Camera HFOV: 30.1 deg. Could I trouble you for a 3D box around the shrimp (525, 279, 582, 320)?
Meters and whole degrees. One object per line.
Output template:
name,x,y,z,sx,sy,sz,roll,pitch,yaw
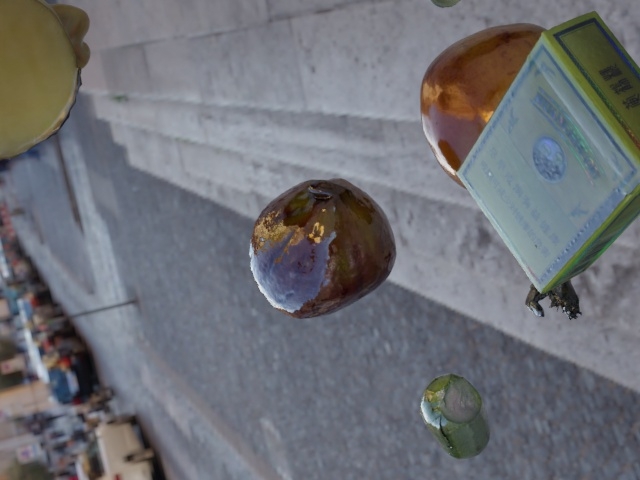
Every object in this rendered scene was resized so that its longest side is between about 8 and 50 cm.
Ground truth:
shrimp,0.396,0.103,2.018,0.034,0.091,0.161,47,-167,-24

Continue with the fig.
fig,0.002,0.009,1.806,0.263,0.224,0.224,159,97,-78

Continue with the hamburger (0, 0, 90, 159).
hamburger,-0.466,-0.267,1.673,0.186,0.303,0.261,-124,23,-54

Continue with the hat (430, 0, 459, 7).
hat,0.139,-0.353,1.359,0.166,0.122,0.081,42,-164,-28

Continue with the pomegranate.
pomegranate,0.278,-0.185,1.746,0.264,0.264,0.264,167,90,-75

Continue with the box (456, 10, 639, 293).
box,0.203,-0.066,0.981,0.141,0.064,0.220,58,154,16

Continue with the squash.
squash,0.155,0.202,1.351,0.239,0.069,0.069,58,-169,-65
